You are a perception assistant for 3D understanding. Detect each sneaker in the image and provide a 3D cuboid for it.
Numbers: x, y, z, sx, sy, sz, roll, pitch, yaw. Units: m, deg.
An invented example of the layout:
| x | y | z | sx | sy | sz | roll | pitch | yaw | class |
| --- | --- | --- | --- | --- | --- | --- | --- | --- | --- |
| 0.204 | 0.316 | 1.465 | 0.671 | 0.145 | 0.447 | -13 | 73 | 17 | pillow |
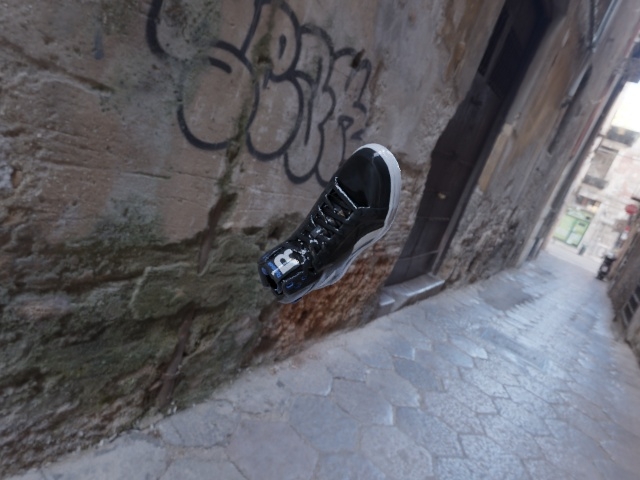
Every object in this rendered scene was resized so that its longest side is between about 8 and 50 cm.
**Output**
| x | y | z | sx | sy | sz | roll | pitch | yaw | class |
| --- | --- | --- | --- | --- | --- | --- | --- | --- | --- |
| 0.000 | 0.000 | 0.472 | 0.121 | 0.216 | 0.079 | -27 | 64 | -40 | sneaker |
